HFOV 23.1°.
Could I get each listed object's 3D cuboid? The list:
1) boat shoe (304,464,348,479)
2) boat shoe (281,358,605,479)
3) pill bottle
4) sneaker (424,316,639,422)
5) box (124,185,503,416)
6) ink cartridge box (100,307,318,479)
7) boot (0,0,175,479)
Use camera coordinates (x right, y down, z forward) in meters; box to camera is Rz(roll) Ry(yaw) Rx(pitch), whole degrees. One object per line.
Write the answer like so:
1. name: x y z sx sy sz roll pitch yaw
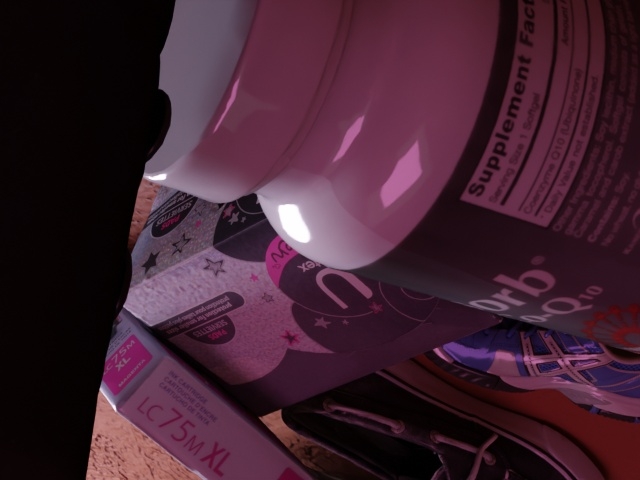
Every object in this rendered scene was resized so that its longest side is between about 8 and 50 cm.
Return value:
1. boat shoe: 0.009 0.264 1.457 0.257 0.095 0.095 34 159 -19
2. boat shoe: 0.105 0.184 1.305 0.306 0.105 0.113 34 137 -17
3. pill bottle: 0.089 -0.069 0.880 0.363 0.210 0.210 16 143 -26
4. sneaker: 0.171 0.070 1.186 0.211 0.080 0.081 12 133 -7
5. box: 0.000 0.000 1.112 0.247 0.142 0.163 -26 123 39
6. ink cartridge box: -0.122 0.115 1.254 0.186 0.065 0.311 44 173 -26
7. boot: -0.100 -0.064 0.640 0.146 0.445 0.367 25 153 -21
